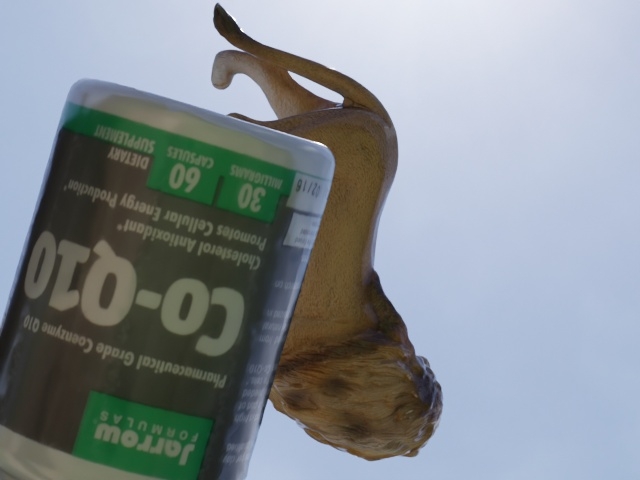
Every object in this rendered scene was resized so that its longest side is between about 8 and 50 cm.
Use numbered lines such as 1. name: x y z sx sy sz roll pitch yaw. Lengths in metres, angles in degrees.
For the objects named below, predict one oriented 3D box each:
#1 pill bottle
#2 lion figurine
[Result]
1. pill bottle: -0.131 0.079 1.091 0.204 0.204 0.361 16 -88 6
2. lion figurine: 0.000 0.000 1.303 0.240 0.142 0.392 7 -72 10
